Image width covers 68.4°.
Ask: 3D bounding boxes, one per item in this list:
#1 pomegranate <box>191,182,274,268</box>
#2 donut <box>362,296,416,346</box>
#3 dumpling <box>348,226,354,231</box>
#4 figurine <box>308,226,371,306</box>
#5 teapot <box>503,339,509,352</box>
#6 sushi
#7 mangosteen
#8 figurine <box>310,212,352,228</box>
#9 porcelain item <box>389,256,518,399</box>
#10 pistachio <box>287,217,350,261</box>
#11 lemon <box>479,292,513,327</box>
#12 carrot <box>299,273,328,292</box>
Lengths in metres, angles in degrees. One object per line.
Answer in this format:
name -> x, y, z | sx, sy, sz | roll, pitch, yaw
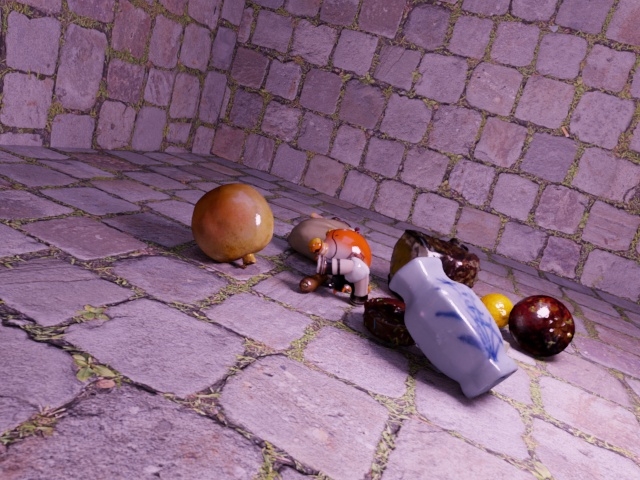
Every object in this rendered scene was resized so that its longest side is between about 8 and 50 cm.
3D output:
pomegranate -> -0.317, -0.050, 1.741 | 0.319, 0.319, 0.319 | 16, 14, -4
donut -> 0.246, 0.269, 1.551 | 0.235, 0.089, 0.235 | 15, 14, -4
dumpling -> 0.110, -0.012, 2.449 | 0.169, 0.100, 0.134 | 8, 40, -19
figurine -> 0.097, 0.075, 1.796 | 0.320, 0.196, 0.323 | 43, 19, -22
teapot -> 0.564, 0.341, 1.668 | 0.107, 0.077, 0.200 | 8, 17, -44
sushi -> 0.447, 0.125, 1.932 | 0.294, 0.300, 0.281 | 7, 40, -26
mangosteen -> 0.818, 0.327, 1.796 | 0.231, 0.232, 0.289 | 17, -16, 0
figurine -> 0.056, -0.077, 2.581 | 0.240, 0.116, 0.174 | 20, 14, 12
porcelain item -> 0.383, 0.247, 1.390 | 0.242, 0.178, 0.405 | 2, 48, -46
pistachio -> 0.000, 0.000, 2.088 | 0.331, 0.208, 0.226 | 8, -34, 24
lemon -> 0.705, 0.285, 1.915 | 0.142, 0.142, 0.187 | 13, -2, -13
carrot -> -0.018, 0.152, 1.767 | 0.059, 0.059, 0.248 | 21, 11, 17
